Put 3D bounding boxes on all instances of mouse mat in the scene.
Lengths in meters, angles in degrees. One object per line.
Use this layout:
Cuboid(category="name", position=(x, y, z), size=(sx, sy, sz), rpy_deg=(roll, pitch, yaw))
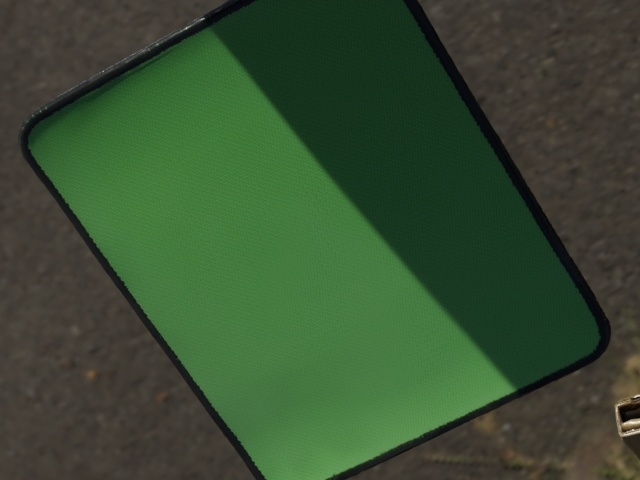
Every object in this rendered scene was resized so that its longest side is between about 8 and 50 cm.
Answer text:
Cuboid(category="mouse mat", position=(0.000, 0.000, 0.646), size=(0.152, 0.007, 0.190), rpy_deg=(-27, 114, 16))

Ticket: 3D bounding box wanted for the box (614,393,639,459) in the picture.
Cuboid(category="box", position=(0.246, 0.098, 0.835), size=(0.164, 0.201, 0.021), rpy_deg=(-19, 56, 19))
